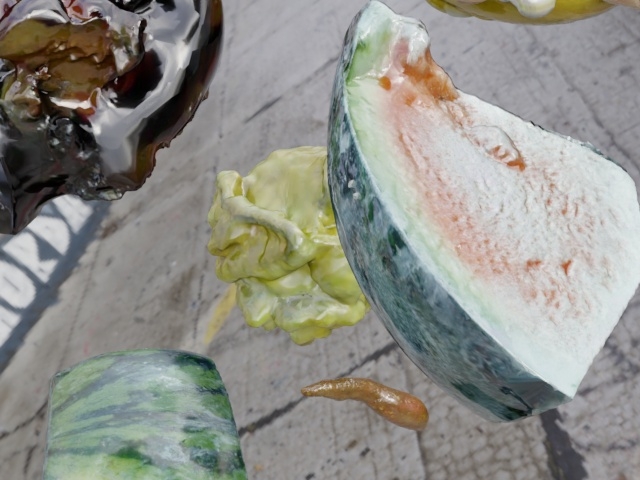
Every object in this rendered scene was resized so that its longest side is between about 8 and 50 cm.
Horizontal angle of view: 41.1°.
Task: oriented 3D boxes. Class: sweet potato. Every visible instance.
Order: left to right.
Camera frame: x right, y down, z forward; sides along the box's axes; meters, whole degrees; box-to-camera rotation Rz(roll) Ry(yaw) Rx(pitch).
[{"bbox_3d":[0.069,0.216,1.160,0.050,0.214,0.050,-39,39,40],"label":"sweet potato"}]

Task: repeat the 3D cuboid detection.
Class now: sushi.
[{"bbox_3d":[-0.191,-0.150,0.668,0.212,0.215,0.227,7,34,30],"label":"sushi"}]

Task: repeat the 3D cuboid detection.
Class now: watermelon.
[{"bbox_3d":[-0.203,0.255,0.961,0.262,0.212,0.201,-104,27,-47],"label":"watermelon"},{"bbox_3d":[0.125,-0.006,0.575,0.213,0.320,0.289,-21,27,1],"label":"watermelon"}]

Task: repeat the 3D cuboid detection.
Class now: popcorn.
[{"bbox_3d":[-0.013,0.006,1.215,0.312,0.312,0.312,-31,29,19],"label":"popcorn"}]

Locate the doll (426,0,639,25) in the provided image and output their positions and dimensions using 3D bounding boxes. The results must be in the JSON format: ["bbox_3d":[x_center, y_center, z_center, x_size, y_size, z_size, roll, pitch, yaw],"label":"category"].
[{"bbox_3d":[0.286,-0.314,0.921,0.348,0.161,0.423,-13,33,-9],"label":"doll"}]
